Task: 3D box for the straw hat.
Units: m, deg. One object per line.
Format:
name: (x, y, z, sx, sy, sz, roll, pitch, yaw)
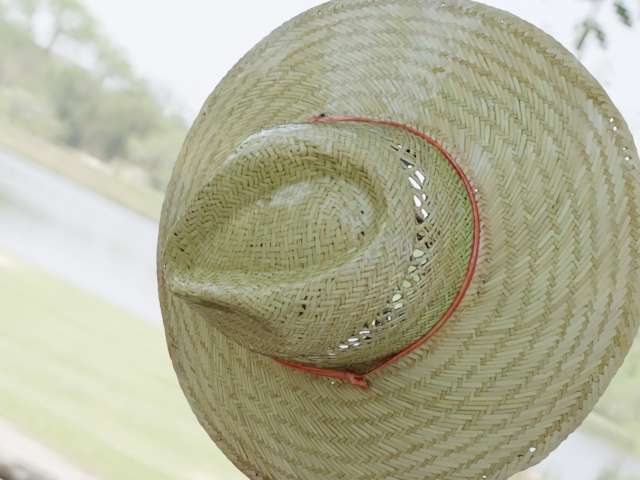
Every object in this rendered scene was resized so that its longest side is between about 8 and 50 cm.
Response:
straw hat: (0.000, 0.000, 0.466, 0.144, 0.144, 0.061, 27, 11, 31)
